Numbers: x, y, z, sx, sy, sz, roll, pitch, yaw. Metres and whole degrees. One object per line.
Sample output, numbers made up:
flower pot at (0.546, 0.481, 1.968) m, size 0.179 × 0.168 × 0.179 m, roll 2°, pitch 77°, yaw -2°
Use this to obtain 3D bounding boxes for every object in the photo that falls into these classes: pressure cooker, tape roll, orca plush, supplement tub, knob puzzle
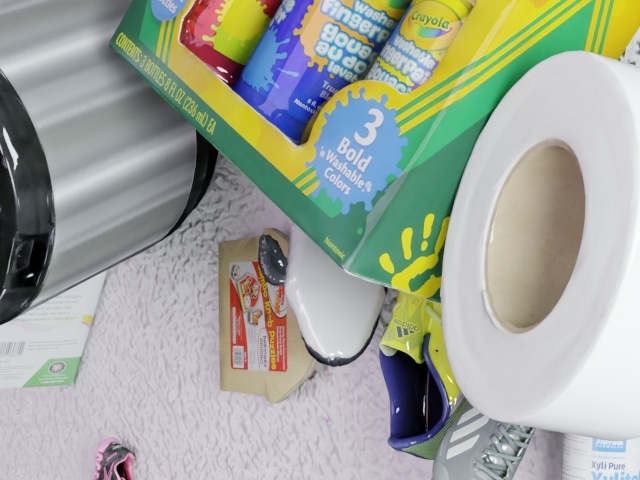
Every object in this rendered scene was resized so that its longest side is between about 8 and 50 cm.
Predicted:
pressure cooker at (-0.325, -0.122, 1.750) m, size 0.370 × 0.420 × 0.375 m, roll 23°, pitch 121°, yaw 27°
tape roll at (0.198, 0.005, 1.168) m, size 0.286 × 0.100 × 0.286 m, roll -169°, pitch 90°, yaw -69°
orca plush at (0.000, 0.000, 1.592) m, size 0.102 × 0.151 × 0.287 m, roll 104°, pitch 148°, yaw -68°
supplement tub at (0.240, 0.192, 1.319) m, size 0.071 × 0.071 × 0.107 m, roll 6°, pitch 95°, yaw 50°
knob puzzle at (-0.044, 0.082, 1.697) m, size 0.213 × 0.030 × 0.213 m, roll -2°, pitch 88°, yaw 51°

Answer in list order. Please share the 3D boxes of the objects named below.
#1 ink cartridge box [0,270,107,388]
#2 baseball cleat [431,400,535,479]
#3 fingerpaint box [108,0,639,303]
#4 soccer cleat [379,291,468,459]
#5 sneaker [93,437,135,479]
ink cartridge box at (-0.376, 0.080, 2.004) m, size 0.093 × 0.154 × 0.212 m, roll 46°, pitch 125°, yaw 42°
baseball cleat at (0.160, 0.161, 1.347) m, size 0.109 × 0.072 × 0.206 m, roll -31°, pitch 30°, yaw 49°
fingerpaint box at (0.044, -0.219, 1.422) m, size 0.445 × 0.163 × 0.371 m, roll 44°, pitch 107°, yaw 41°
soccer cleat at (0.107, 0.061, 1.441) m, size 0.093 × 0.121 × 0.289 m, roll -2°, pitch 88°, yaw 51°
sneaker at (-0.259, 0.312, 1.953) m, size 0.057 × 0.047 × 0.119 m, roll 16°, pitch 103°, yaw 38°
